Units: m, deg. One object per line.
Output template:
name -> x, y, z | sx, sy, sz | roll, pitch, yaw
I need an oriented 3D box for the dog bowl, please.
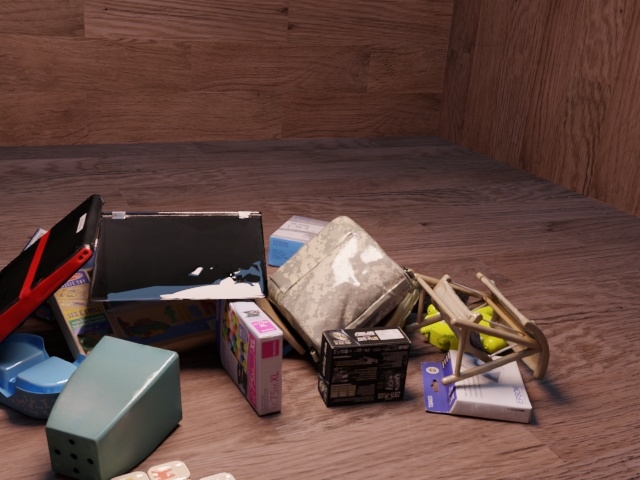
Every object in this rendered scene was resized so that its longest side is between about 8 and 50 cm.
dog bowl -> -0.601, 0.281, 1.532 | 0.297, 0.074, 0.166 | 15, 23, 26

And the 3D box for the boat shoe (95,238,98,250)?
boat shoe -> -0.530, 0.105, 1.895 | 0.340, 0.127, 0.158 | 18, 24, 1

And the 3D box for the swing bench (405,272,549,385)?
swing bench -> 0.362, 0.193, 1.702 | 0.254, 0.165, 0.253 | -1, 22, -15

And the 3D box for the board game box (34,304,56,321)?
board game box -> -0.679, 0.145, 1.941 | 0.136, 0.035, 0.201 | 15, 23, 27

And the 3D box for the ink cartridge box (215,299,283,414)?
ink cartridge box -> -0.170, 0.222, 1.620 | 0.065, 0.186, 0.311 | -7, 22, -24

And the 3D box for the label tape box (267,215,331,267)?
label tape box -> 0.000, 0.000, 2.382 | 0.240, 0.106, 0.334 | 11, 21, 14

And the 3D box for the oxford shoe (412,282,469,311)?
oxford shoe -> 0.297, 0.157, 2.084 | 0.227, 0.083, 0.096 | 2, 2, -9

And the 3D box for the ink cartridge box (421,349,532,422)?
ink cartridge box -> 0.344, 0.322, 1.665 | 0.224, 0.045, 0.223 | 5, 20, 2

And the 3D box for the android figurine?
android figurine -> 0.383, 0.228, 1.921 | 0.272, 0.056, 0.248 | -7, 23, -33

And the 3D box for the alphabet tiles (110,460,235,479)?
alphabet tiles -> -0.242, 0.459, 1.200 | 0.278, 0.021, 0.284 | -8, 24, -29

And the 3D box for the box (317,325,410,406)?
box -> 0.093, 0.271, 1.601 | 0.180, 0.147, 0.077 | -2, 21, -16

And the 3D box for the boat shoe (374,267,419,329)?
boat shoe -> 0.177, 0.195, 1.883 | 0.109, 0.098, 0.302 | -7, 31, 36

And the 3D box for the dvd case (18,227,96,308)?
dvd case -> -0.670, 0.080, 1.870 | 0.253, 0.022, 0.180 | 18, 66, 22

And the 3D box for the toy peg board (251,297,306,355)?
toy peg board -> -0.130, 0.207, 1.785 | 0.079, 0.161, 0.161 | -40, 25, 3

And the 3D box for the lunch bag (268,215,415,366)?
lunch bag -> 0.051, 0.129, 1.769 | 0.305, 0.212, 0.256 | -40, 34, -6

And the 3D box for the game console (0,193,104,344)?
game console -> -0.616, 0.066, 1.634 | 0.342, 0.060, 0.386 | -38, 24, 3

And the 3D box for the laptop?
laptop -> -0.333, 0.054, 1.791 | 0.381, 0.236, 0.408 | 0, -12, -9

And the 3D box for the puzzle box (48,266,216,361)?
puzzle box -> -0.416, 0.159, 1.767 | 0.408, 0.052, 0.272 | -12, 52, -37

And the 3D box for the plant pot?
plant pot -> -0.386, 0.322, 1.358 | 0.165, 0.166, 0.234 | 10, 29, 15

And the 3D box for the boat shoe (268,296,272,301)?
boat shoe -> -0.119, 0.137, 2.048 | 0.063, 0.059, 0.170 | 1, 21, -10
